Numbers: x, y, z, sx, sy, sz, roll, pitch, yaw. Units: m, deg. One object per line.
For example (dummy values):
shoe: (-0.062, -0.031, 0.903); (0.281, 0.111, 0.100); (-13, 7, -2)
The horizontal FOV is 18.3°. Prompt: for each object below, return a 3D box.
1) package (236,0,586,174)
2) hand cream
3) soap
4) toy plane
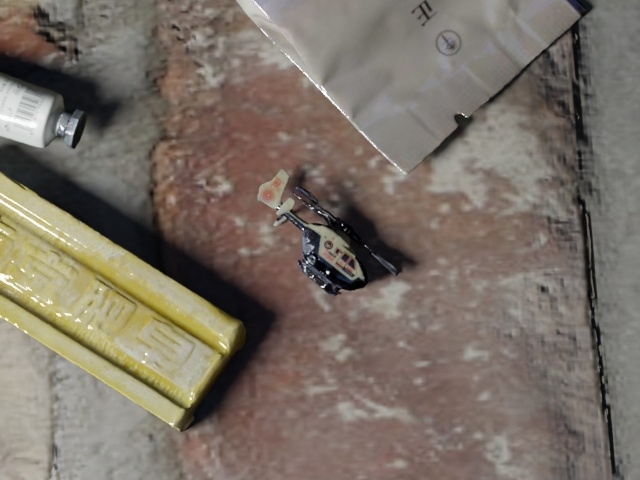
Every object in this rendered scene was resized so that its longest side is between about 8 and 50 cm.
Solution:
package: (0.051, -0.205, 1.501); (0.204, 0.062, 0.251); (-41, 97, -8)
hand cream: (-0.269, -0.112, 1.481); (0.195, 0.042, 0.067); (19, 88, 7)
soap: (-0.181, 0.037, 1.457); (0.252, 0.037, 0.092); (32, 82, 3)
toy plane: (0.000, 0.000, 1.473); (0.121, 0.031, 0.049); (40, 76, 3)
